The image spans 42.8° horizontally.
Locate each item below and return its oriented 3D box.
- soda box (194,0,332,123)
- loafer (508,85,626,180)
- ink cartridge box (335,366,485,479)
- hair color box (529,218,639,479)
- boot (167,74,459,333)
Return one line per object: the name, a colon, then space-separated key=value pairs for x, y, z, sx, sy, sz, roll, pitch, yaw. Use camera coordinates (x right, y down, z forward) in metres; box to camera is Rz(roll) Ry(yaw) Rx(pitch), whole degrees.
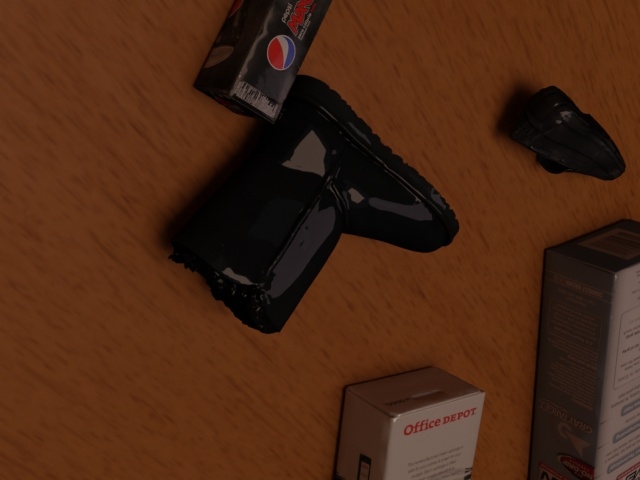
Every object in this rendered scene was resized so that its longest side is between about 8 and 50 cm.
soda box: x=-0.037 y=-0.188 z=0.686 sx=0.053 sy=0.060 sz=0.169 roll=28 pitch=87 yaw=-42
loafer: x=0.299 y=-0.115 z=0.981 sx=0.078 sy=0.076 sz=0.223 roll=-40 pitch=145 yaw=25
ink cartridge box: x=0.098 y=0.260 z=0.937 sx=0.148 sy=0.085 sz=0.203 roll=-5 pitch=108 yaw=-38
hair color box: x=0.400 y=0.178 z=1.132 sx=0.185 sy=0.113 sz=0.375 roll=-16 pitch=115 yaw=-33
boot: x=0.000 y=0.000 z=0.757 sx=0.246 sy=0.094 sz=0.207 roll=41 pitch=76 yaw=-33
